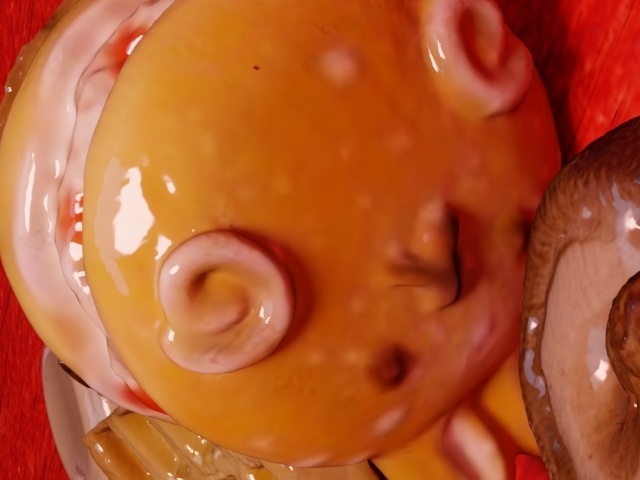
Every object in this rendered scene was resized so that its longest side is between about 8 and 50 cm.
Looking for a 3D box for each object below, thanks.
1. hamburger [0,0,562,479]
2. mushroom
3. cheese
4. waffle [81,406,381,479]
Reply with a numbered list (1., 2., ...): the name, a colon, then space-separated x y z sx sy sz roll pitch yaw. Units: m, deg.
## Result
1. hamburger: 0.000 0.000 0.894 0.186 0.261 0.302 21 138 53
2. mushroom: 0.169 0.057 0.736 0.194 0.138 0.231 90 164 -50
3. cheese: -0.184 0.092 1.461 0.137 0.064 0.227 -18 85 61
4. waffle: -0.061 0.153 1.219 0.168 0.057 0.274 54 150 1
